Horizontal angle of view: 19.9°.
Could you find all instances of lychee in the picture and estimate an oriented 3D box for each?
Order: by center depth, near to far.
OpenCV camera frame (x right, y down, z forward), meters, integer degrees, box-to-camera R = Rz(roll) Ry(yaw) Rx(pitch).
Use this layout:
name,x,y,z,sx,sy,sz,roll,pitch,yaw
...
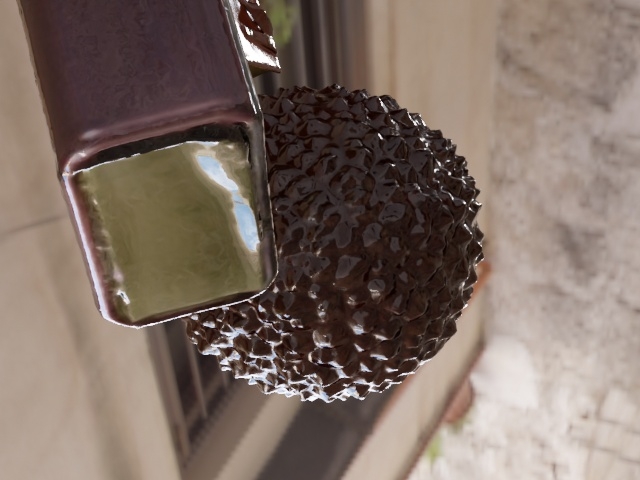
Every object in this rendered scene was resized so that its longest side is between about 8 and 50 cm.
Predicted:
name,x,y,z,sx,sy,sz,roll,pitch,yaw
lychee,0.000,0.000,1.456,0.264,0.300,0.264,0,-95,5

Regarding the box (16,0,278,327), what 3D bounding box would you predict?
name,x,y,z,sx,sy,sz,roll,pitch,yaw
box,-0.071,-0.095,0.605,0.069,0.120,0.224,-14,-117,-7

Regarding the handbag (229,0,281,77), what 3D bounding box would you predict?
name,x,y,z,sx,sy,sz,roll,pitch,yaw
handbag,-0.097,-0.174,1.259,0.063,0.190,0.127,-22,-100,19
